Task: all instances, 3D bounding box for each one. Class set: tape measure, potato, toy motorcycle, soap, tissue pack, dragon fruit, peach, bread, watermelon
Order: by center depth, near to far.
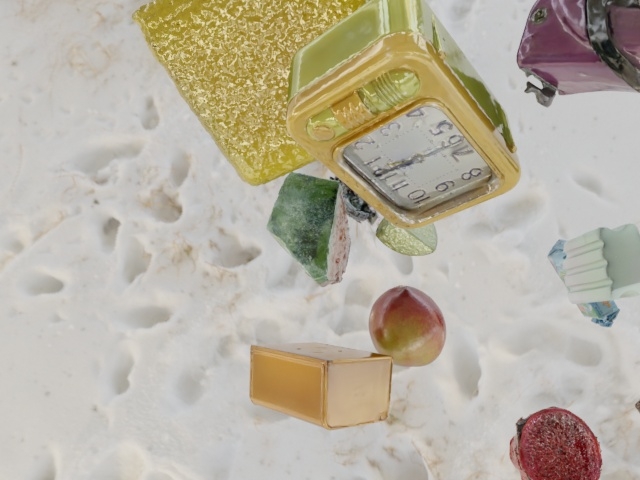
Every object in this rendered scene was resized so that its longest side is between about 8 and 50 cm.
[{"bbox_3d":[0.315,-0.233,0.527,0.231,0.149,0.245,18,94,51],"label":"tape measure"},{"bbox_3d":[-0.043,-0.274,0.872,0.333,0.323,0.143,-22,32,16],"label":"bread"},{"bbox_3d":[0.372,0.358,1.001,0.153,0.111,0.153,5,64,-10],"label":"dragon fruit"},{"bbox_3d":[0.000,0.000,1.216,0.140,0.257,0.193,13,78,21],"label":"watermelon"},{"bbox_3d":[-0.003,0.308,1.308,0.274,0.194,0.145,-1,87,51],"label":"tissue pack"},{"bbox_3d":[0.200,-0.022,1.335,0.120,0.081,0.149,40,38,-2],"label":"potato"},{"bbox_3d":[0.204,0.196,1.420,0.197,0.197,0.197,-4,63,8],"label":"peach"},{"bbox_3d":[0.706,0.066,1.502,0.095,0.289,0.172,-8,81,2],"label":"soap"},{"bbox_3d":[0.121,-0.161,1.857,0.188,0.143,0.327,17,34,-25],"label":"toy motorcycle"},{"bbox_3d":[0.824,0.136,1.872,0.077,0.156,0.293,-31,88,2],"label":"soap"}]

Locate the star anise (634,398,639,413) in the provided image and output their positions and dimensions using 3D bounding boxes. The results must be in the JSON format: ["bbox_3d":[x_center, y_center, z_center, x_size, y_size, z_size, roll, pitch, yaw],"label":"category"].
[{"bbox_3d":[0.898,0.478,1.534,0.070,0.097,0.191,-56,41,9],"label":"star anise"}]

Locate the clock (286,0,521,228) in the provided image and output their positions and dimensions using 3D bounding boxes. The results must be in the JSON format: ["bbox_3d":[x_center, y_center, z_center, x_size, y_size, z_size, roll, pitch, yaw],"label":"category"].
[{"bbox_3d":[0.076,-0.104,0.534,0.143,0.202,0.096,-27,47,30],"label":"clock"}]
